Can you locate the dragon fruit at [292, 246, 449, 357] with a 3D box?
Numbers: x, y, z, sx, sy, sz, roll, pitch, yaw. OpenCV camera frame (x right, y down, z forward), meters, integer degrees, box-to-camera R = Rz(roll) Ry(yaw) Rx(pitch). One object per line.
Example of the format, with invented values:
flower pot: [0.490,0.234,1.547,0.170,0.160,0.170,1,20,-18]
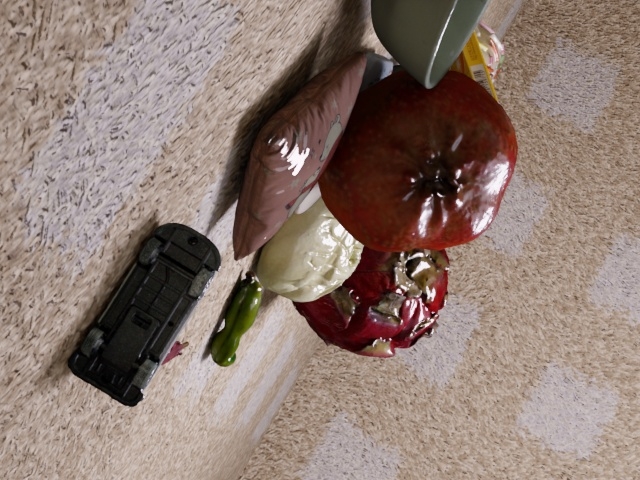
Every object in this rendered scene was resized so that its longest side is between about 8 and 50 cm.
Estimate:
dragon fruit: [0.093,0.066,2.128,0.329,0.329,0.329,-58,172,-13]

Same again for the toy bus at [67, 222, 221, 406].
toy bus: [-0.180,0.077,1.199,0.194,0.087,0.089,-59,179,-10]

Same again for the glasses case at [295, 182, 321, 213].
glasses case: [0.006,-0.122,1.768,0.204,0.051,0.081,-54,170,-37]

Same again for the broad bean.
broad bean: [-0.134,0.131,1.825,0.070,0.048,0.213,-45,164,-51]

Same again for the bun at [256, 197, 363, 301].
bun: [0.000,0.000,1.868,0.229,0.145,0.229,-57,175,-8]

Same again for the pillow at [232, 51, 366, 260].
pillow: [-0.033,-0.111,1.439,0.236,0.084,0.223,-50,170,-40]

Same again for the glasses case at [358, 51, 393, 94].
glasses case: [0.077,-0.256,1.752,0.067,0.045,0.178,-60,173,13]

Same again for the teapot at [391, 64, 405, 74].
teapot: [0.212,-0.183,1.997,0.223,0.285,0.305,-54,171,-38]

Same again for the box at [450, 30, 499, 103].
box: [0.274,-0.328,2.126,0.152,0.043,0.269,100,-24,-73]

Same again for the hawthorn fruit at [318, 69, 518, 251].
hawthorn fruit: [0.130,-0.127,1.660,0.287,0.287,0.330,-61,-163,10]

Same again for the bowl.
bowl: [0.145,-0.355,1.452,0.289,0.146,0.289,-58,170,-16]

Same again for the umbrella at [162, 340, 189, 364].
umbrella: [-0.211,0.152,1.491,0.027,0.025,0.165,-42,174,15]

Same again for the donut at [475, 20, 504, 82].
donut: [0.292,-0.323,2.557,0.382,0.142,0.382,-59,173,-11]
